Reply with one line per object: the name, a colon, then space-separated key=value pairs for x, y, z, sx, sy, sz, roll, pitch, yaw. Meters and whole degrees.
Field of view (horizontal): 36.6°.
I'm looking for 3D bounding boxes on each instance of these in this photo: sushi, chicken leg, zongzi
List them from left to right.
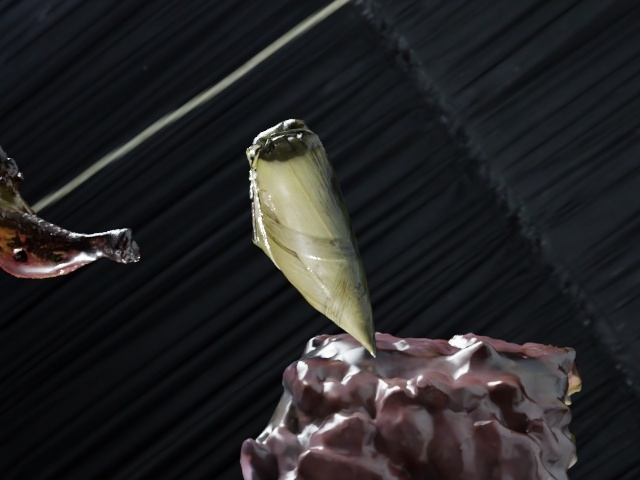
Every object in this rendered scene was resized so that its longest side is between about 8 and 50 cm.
chicken leg: x=-0.164 y=-0.010 z=0.530 sx=0.145 sy=0.062 sz=0.037 roll=31 pitch=-167 yaw=18
zongzi: x=0.000 y=0.000 z=0.398 sx=0.083 sy=0.040 sz=0.076 roll=57 pitch=164 yaw=29
sushi: x=0.045 y=0.162 z=0.538 sx=0.270 sy=0.171 sz=0.236 roll=38 pitch=-118 yaw=-79
